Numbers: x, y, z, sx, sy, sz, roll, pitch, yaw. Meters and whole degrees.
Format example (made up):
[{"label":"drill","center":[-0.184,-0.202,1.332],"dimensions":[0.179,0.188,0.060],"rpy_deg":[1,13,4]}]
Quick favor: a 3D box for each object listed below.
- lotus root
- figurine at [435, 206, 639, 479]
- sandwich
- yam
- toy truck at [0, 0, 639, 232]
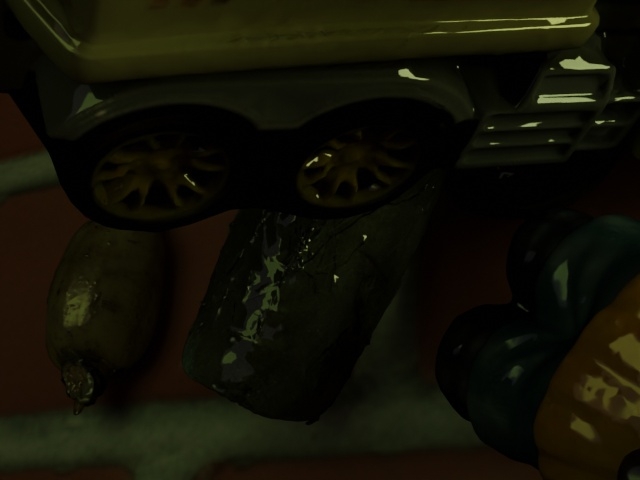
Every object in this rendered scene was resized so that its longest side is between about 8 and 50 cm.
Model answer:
[{"label":"lotus root","center":[-0.133,0.037,0.661],"dimensions":[0.072,0.063,0.151],"rpy_deg":[-5,56,19]},{"label":"figurine","center":[0.165,0.076,0.351],"dimensions":[0.332,0.204,0.185],"rpy_deg":[32,85,41]},{"label":"sandwich","center":[0.109,-0.046,0.579],"dimensions":[0.101,0.026,0.069],"rpy_deg":[9,70,37]},{"label":"yam","center":[0.000,0.000,0.565],"dimensions":[0.107,0.107,0.183],"rpy_deg":[22,84,39]},{"label":"toy truck","center":[0.065,-0.137,0.416],"dimensions":[0.405,0.254,0.180],"rpy_deg":[-4,58,-22]}]
